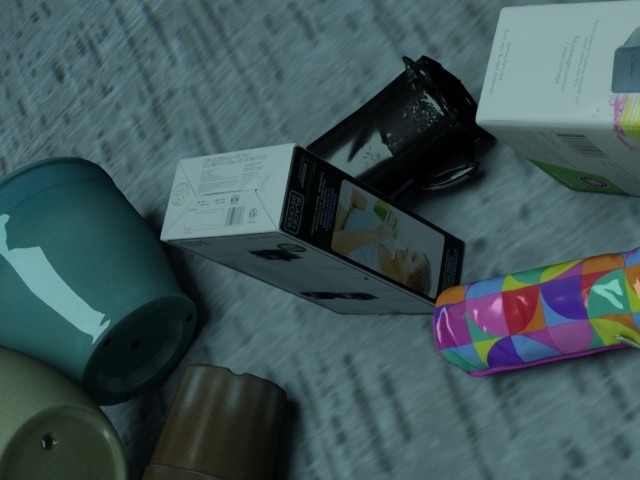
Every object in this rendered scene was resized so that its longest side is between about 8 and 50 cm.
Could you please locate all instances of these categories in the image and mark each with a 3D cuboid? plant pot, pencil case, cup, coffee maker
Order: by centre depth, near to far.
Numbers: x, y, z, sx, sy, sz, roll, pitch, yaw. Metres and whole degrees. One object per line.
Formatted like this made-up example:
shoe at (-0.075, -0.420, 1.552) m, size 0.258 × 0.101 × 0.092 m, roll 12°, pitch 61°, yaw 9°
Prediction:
pencil case at (0.225, 0.071, 0.945) m, size 0.236 × 0.104 × 0.104 m, roll -15°, pitch 64°, yaw 38°
cup at (-0.349, 0.266, 1.087) m, size 0.237 × 0.331 × 0.330 m, roll -9°, pitch 67°, yaw 40°
coffee maker at (0.074, -0.115, 1.097) m, size 0.178 × 0.171 × 0.120 m, roll -37°, pitch 43°, yaw 22°
plant pot at (-0.118, 0.238, 1.138) m, size 0.167 × 0.167 × 0.165 m, roll -5°, pitch 62°, yaw 40°
plant pot at (-0.310, 0.071, 1.306) m, size 0.255 × 0.272 × 0.271 m, roll 40°, pitch 101°, yaw 29°

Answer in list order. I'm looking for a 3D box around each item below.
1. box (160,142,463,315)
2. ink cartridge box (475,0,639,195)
box at (0.000, 0.000, 1.034) m, size 0.169 × 0.290 × 0.087 m, roll -4°, pitch 69°, yaw 42°
ink cartridge box at (0.339, -0.113, 0.843) m, size 0.354 × 0.207 × 0.119 m, roll 9°, pitch 80°, yaw 41°
